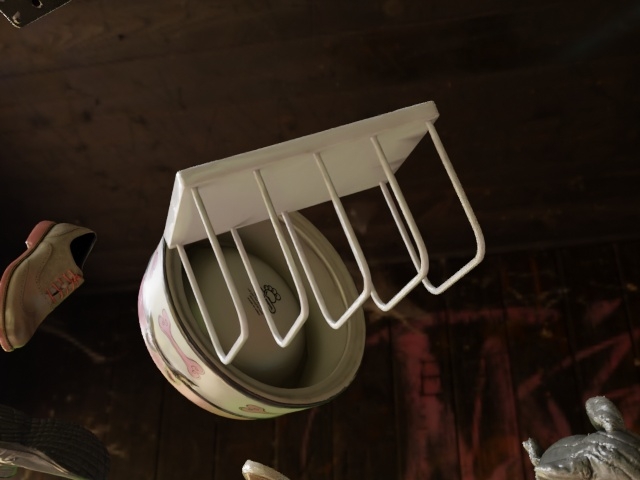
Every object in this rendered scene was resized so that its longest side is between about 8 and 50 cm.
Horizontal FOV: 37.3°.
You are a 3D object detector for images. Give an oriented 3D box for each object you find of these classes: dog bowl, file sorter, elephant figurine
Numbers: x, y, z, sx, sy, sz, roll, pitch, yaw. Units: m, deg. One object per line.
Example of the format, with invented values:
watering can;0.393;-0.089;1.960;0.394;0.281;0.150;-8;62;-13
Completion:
dog bowl;-0.124;0.117;1.595;0.408;0.408;0.150;22;-44;-31
file sorter;0.000;0.000;0.998;0.278;0.173;0.193;-17;-14;-18
elephant figurine;0.352;0.278;1.161;0.186;0.169;0.239;-1;-36;8

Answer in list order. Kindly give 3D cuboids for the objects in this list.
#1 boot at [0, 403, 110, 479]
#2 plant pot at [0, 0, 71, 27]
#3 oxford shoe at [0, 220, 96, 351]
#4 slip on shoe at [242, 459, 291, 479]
boot;-0.484;0.353;1.568;0.246;0.083;0.161;28;-45;-22
plant pot;-0.435;-0.439;1.446;0.188;0.167;0.187;-17;-49;29
oxford shoe;-0.568;0.083;1.971;0.130;0.348;0.123;0;-44;10
slip on shoe;-0.047;0.266;0.947;0.051;0.041;0.135;13;-34;26
